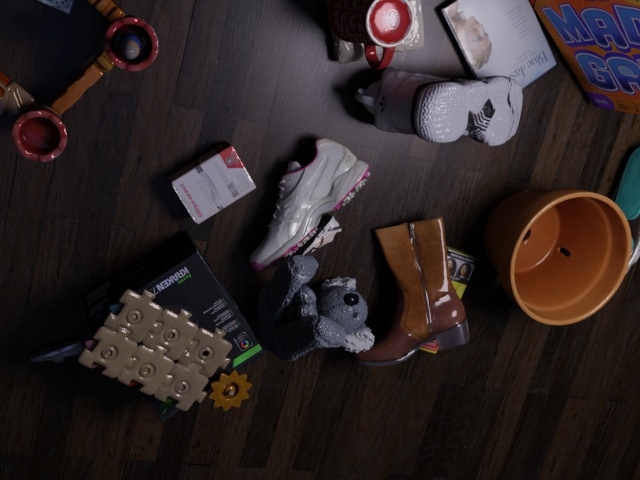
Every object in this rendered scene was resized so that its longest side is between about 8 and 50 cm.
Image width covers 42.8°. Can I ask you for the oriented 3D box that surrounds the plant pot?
[{"bbox_3d":[0.485,0.011,1.763,0.290,0.203,0.291,-7,110,-18],"label":"plant pot"}]

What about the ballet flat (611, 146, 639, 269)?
[{"bbox_3d":[0.705,-0.025,1.882,0.139,0.139,0.401,22,99,-25],"label":"ballet flat"}]

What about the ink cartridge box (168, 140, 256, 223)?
[{"bbox_3d":[-0.207,-0.111,1.555,0.135,0.056,0.099,-32,115,-7],"label":"ink cartridge box"}]

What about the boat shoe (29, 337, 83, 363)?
[{"bbox_3d":[-0.507,0.221,1.576,0.100,0.035,0.035,-19,111,-20],"label":"boat shoe"}]

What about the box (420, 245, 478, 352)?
[{"bbox_3d":[0.256,0.127,1.800,0.087,0.058,0.232,19,101,-24],"label":"box"}]

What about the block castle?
[{"bbox_3d":[-0.507,-0.367,1.257,0.303,0.213,0.453,-43,116,6],"label":"block castle"}]

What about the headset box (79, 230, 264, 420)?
[{"bbox_3d":[-0.280,0.173,1.585,0.246,0.131,0.283,-32,116,-6],"label":"headset box"}]

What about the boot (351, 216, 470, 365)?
[{"bbox_3d":[0.161,0.109,1.718,0.264,0.096,0.281,-15,95,9],"label":"boot"}]

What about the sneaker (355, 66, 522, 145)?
[{"bbox_3d":[0.240,-0.272,1.613,0.365,0.210,0.138,-11,115,-47],"label":"sneaker"}]

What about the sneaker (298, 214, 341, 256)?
[{"bbox_3d":[0.000,0.000,1.677,0.109,0.040,0.044,-46,118,0],"label":"sneaker"}]

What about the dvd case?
[{"bbox_3d":[0.367,-0.414,1.676,0.180,0.022,0.253,-36,116,-5],"label":"dvd case"}]

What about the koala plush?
[{"bbox_3d":[0.004,0.145,1.640,0.221,0.196,0.203,-5,153,-40],"label":"koala plush"}]

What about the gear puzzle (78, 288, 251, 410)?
[{"bbox_3d":[-0.263,0.216,1.514,0.338,0.044,0.176,33,94,-29],"label":"gear puzzle"}]

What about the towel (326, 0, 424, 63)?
[{"bbox_3d":[0.095,-0.486,1.542,0.187,0.049,0.282,-14,113,-13],"label":"towel"}]

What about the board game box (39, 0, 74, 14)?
[{"bbox_3d":[-0.451,-0.442,1.375,0.090,0.020,0.090,21,100,-24],"label":"board game box"}]

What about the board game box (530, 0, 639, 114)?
[{"bbox_3d":[0.682,-0.485,1.568,0.356,0.356,0.356,-45,116,-5],"label":"board game box"}]

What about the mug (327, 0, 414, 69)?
[{"bbox_3d":[0.105,-0.388,1.459,0.113,0.169,0.150,-47,116,1],"label":"mug"}]

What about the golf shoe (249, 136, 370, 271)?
[{"bbox_3d":[-0.045,-0.072,1.615,0.306,0.115,0.140,-45,91,3],"label":"golf shoe"}]
